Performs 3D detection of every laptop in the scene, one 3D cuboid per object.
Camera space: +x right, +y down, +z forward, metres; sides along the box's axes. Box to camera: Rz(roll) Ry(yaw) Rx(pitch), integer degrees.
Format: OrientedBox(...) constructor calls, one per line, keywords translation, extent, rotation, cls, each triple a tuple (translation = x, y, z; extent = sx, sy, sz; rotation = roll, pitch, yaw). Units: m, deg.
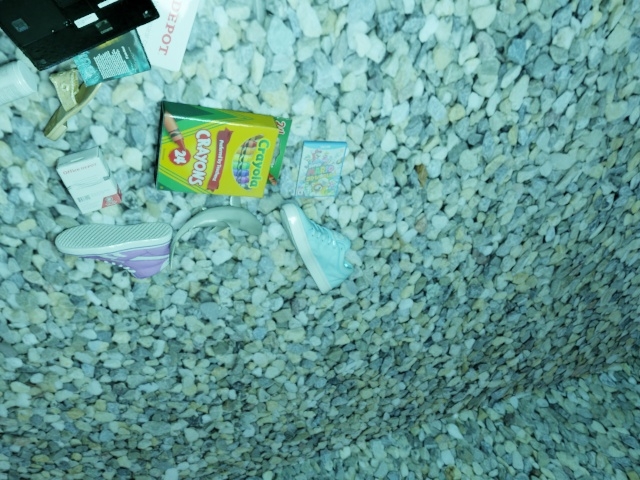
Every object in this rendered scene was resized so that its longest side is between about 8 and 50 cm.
OrientedBox(translation=(-0.429, -0.447, 0.890), extent=(0.234, 0.137, 0.264), rotation=(-24, 149, 2), cls="laptop")

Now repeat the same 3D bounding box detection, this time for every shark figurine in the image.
OrientedBox(translation=(-0.269, -0.035, 1.449), extent=(0.278, 0.116, 0.166), rotation=(-17, 129, -25), cls="shark figurine")

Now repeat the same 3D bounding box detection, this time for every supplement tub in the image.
OrientedBox(translation=(-0.643, -0.314, 1.138), extent=(0.107, 0.071, 0.071), rotation=(-20, 132, -2), cls="supplement tub")

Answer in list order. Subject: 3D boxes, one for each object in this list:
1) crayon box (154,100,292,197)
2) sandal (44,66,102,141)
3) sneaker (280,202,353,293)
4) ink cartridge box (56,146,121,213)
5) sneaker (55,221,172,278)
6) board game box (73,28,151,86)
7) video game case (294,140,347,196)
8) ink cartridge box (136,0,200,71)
OrientedBox(translation=(-0.230, -0.213, 1.363), extent=(0.318, 0.081, 0.202), rotation=(2, 127, -22), cls="crayon box")
OrientedBox(translation=(-0.532, -0.310, 1.170), extent=(0.240, 0.088, 0.079), rotation=(-42, 135, 22), cls="sandal")
OrientedBox(translation=(0.000, 0.000, 1.600), extent=(0.150, 0.135, 0.366), rotation=(-31, 141, -4), cls="sneaker")
OrientedBox(translation=(-0.543, -0.142, 1.325), extent=(0.099, 0.056, 0.135), rotation=(-17, 132, -6), cls="ink cartridge box")
OrientedBox(translation=(-0.528, 0.043, 1.456), extent=(0.282, 0.102, 0.161), rotation=(-1, 131, -19), cls="sneaker")
OrientedBox(translation=(-0.392, -0.373, 0.988), extent=(0.126, 0.026, 0.186), rotation=(-16, 134, -4), cls="board game box")
OrientedBox(translation=(0.000, -0.190, 1.507), extent=(0.119, 0.015, 0.166), rotation=(-2, 128, -18), cls="video game case")
OrientedBox(translation=(-0.408, -0.510, 0.996), extent=(0.394, 0.166, 0.285), rotation=(10, 125, -27), cls="ink cartridge box")
